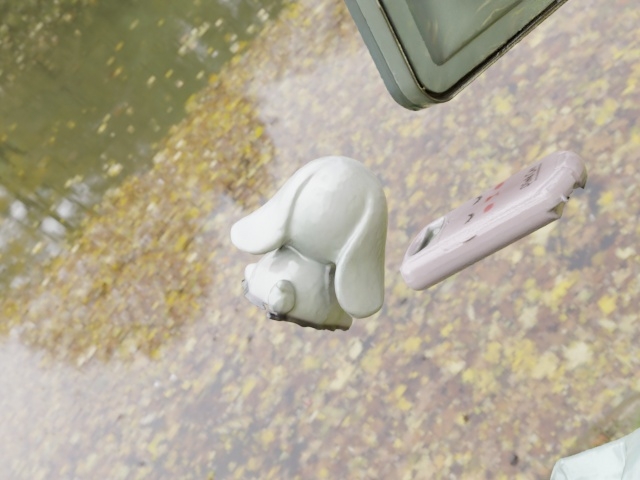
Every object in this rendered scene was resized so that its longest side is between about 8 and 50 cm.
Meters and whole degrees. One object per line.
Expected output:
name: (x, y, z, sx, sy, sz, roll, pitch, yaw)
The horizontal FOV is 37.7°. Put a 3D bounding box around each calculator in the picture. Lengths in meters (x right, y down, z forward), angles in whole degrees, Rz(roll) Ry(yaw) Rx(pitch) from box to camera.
calculator: (0.134, -0.015, 0.747, 0.175, 0.032, 0.100, -31, 9, 28)

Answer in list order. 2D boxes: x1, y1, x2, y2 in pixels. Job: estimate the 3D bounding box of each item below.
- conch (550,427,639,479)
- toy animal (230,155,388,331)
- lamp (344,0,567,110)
conch: (0.264, 0.248, 0.800, 0.185, 0.121, 0.221, -45, -2, -19)
toy animal: (-0.018, 0.008, 1.495, 0.174, 0.249, 0.289, -41, -46, -80)
lamp: (0.088, -0.265, 0.672, 0.047, 0.269, 0.266, -5, 30, 50)
